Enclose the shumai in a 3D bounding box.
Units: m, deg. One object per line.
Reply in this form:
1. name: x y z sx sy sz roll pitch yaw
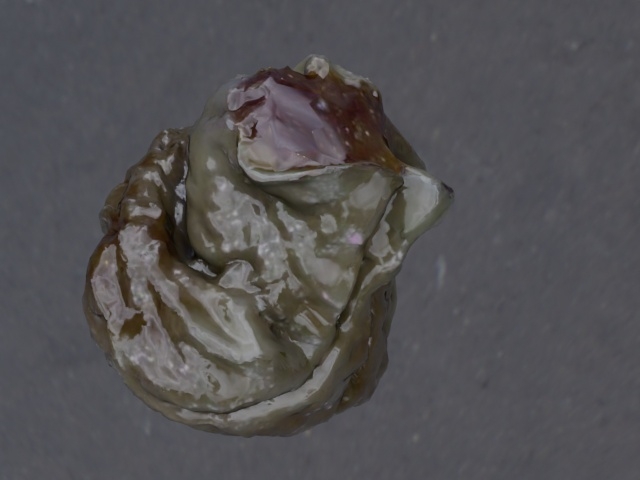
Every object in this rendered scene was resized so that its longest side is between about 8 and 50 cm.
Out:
1. shumai: 0.000 0.004 0.983 0.185 0.218 0.184 -23 72 30
